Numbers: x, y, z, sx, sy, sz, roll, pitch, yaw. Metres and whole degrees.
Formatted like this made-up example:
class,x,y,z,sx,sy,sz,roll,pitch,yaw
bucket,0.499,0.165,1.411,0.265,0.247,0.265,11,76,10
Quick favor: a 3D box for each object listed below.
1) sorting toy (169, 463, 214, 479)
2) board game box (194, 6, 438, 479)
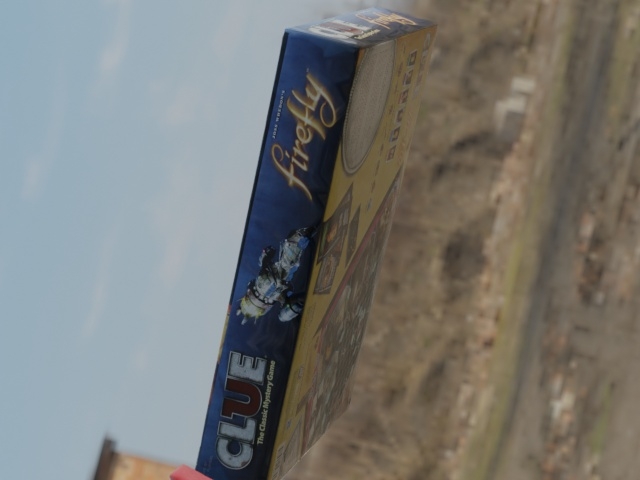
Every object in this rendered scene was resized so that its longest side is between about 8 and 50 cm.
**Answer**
class,x,y,z,sx,sy,sz,roll,pitch,yaw
sorting toy,0.009,0.207,0.702,0.046,0.132,0.274,-43,-48,-25
board game box,0.000,0.000,0.930,0.165,0.042,0.243,-32,-43,-69
